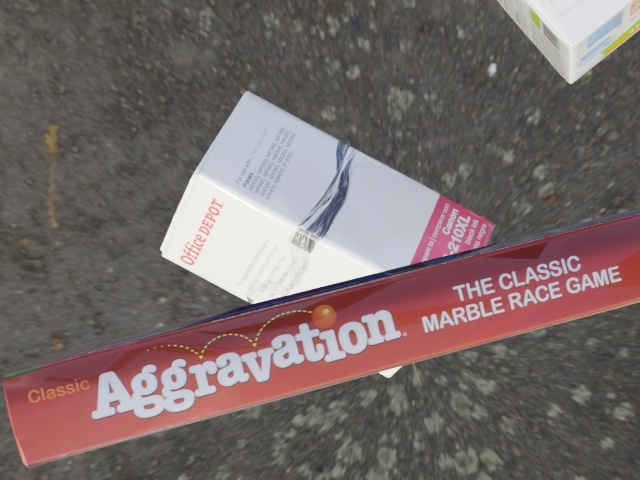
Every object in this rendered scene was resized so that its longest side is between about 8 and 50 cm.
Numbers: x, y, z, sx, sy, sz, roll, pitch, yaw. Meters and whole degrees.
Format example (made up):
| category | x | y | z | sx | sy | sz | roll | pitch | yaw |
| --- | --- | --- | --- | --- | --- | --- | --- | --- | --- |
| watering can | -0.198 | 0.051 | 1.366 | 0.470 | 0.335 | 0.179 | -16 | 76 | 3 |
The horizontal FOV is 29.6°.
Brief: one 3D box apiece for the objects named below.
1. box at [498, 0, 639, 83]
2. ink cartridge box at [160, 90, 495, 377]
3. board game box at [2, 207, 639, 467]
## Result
| category | x | y | z | sx | sy | sz | roll | pitch | yaw |
| --- | --- | --- | --- | --- | --- | --- | --- | --- | --- |
| box | 0.235 | -0.230 | 0.905 | 0.203 | 0.114 | 0.103 | -39 | 78 | 5 |
| ink cartridge box | 0.000 | 0.000 | 1.033 | 0.237 | 0.172 | 0.100 | 28 | 61 | -4 |
| board game box | 0.042 | 0.018 | 0.397 | 0.281 | 0.145 | 0.027 | -14 | 87 | -14 |
